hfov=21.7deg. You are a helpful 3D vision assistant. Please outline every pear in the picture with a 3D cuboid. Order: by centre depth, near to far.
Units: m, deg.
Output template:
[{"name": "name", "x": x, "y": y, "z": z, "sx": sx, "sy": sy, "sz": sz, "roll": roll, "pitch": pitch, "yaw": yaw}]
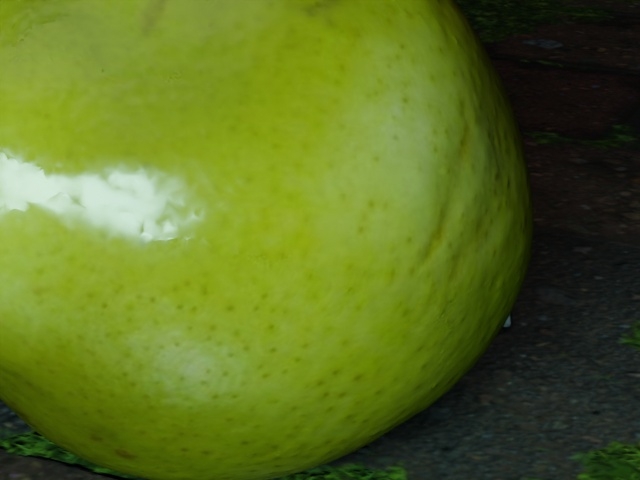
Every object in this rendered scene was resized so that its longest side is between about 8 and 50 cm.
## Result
[{"name": "pear", "x": -0.067, "y": -0.037, "z": 1.000, "sx": 0.418, "sy": 0.362, "sz": 0.362, "roll": 4, "pitch": 17, "yaw": -32}]

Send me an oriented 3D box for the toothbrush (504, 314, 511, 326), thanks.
[{"name": "toothbrush", "x": 0.144, "y": 0.009, "z": 1.351, "sx": 0.025, "sy": 0.019, "sz": 0.275, "roll": -5, "pitch": 21, "yaw": 9}]
